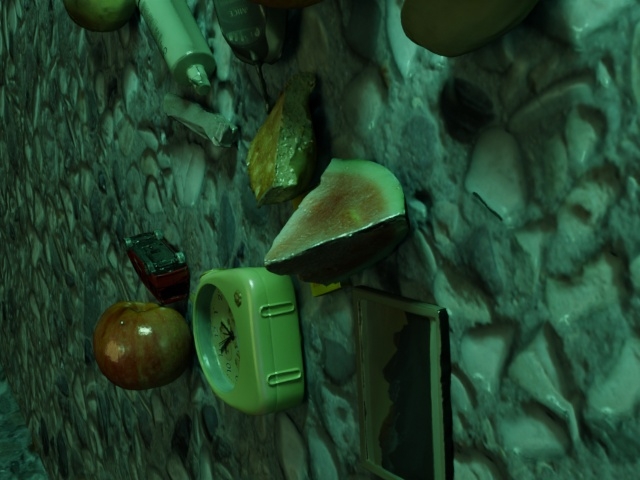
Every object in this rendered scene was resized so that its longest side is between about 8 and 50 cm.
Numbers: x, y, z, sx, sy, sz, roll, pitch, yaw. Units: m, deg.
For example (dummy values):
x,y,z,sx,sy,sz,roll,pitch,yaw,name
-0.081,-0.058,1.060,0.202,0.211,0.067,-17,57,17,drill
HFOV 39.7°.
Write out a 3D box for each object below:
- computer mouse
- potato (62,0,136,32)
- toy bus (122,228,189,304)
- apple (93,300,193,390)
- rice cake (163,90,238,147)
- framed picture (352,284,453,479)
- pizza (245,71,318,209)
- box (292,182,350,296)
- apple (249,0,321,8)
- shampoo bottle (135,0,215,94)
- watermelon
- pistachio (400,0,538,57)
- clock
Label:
x,y,z,sx,sy,sz,roll,pitch,yaw,name
-0.101,-0.375,1.328,0.167,0.090,0.380,12,119,53,computer mouse
-0.475,-0.535,1.863,0.296,0.141,0.192,25,116,58,potato
-0.339,0.050,1.832,0.195,0.081,0.089,37,137,49,toy bus
-0.356,0.205,1.783,0.209,0.209,0.164,12,107,58,apple
-0.220,-0.219,1.595,0.270,0.049,0.055,31,101,53,rice cake
0.107,0.202,1.172,0.192,0.018,0.266,9,105,57,framed picture
-0.054,-0.122,1.316,0.204,0.080,0.188,138,142,-59,pizza
0.000,0.000,1.300,0.087,0.023,0.155,-28,73,61,box
-0.061,-0.420,1.116,0.241,0.242,0.242,42,131,51,apple
-0.251,-0.357,1.578,0.262,0.085,0.085,62,144,29,shampoo bottle
0.036,0.003,1.128,0.136,0.202,0.207,49,161,-22,watermelon
0.145,-0.260,0.891,0.206,0.131,0.130,153,114,-63,pistachio
-0.139,0.156,1.498,0.308,0.096,0.235,2,100,59,clock
